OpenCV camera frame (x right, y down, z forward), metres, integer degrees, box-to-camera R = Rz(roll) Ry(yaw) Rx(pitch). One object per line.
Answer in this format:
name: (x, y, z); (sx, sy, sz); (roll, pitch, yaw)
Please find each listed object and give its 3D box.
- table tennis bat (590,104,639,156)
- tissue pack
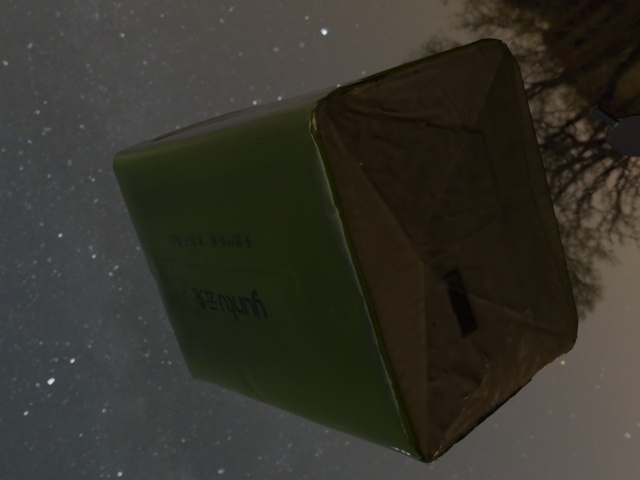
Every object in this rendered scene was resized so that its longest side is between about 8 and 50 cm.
table tennis bat: (0.326, -0.120, 0.774); (0.083, 0.050, 0.007); (31, -136, -9)
tissue pack: (0.000, 0.000, 0.495); (0.167, 0.275, 0.200); (-27, -74, -31)
